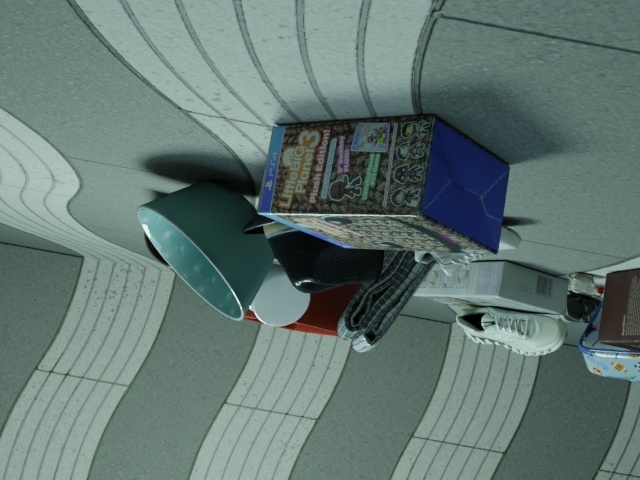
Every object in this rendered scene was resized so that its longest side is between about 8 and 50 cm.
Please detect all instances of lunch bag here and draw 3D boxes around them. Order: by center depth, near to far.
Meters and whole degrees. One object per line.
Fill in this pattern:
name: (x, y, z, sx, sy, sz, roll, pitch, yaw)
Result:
lunch bag: (0.803, 0.232, 2.220, 0.303, 0.243, 0.115, 2, 132, 47)

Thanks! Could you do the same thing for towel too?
towel: (0.151, 0.126, 2.141, 0.121, 0.283, 0.235, 36, 168, 6)

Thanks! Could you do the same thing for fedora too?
fedora: (0.022, 0.015, 1.681, 0.334, 0.152, 0.334, -10, 175, -1)

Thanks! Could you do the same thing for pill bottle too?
pill bottle: (-0.128, 0.075, 2.098, 0.160, 0.160, 0.283, 15, -161, -26)

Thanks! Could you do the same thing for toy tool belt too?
toy tool belt: (0.635, 0.102, 2.141, 0.083, 0.052, 0.051, 14, -158, -4)

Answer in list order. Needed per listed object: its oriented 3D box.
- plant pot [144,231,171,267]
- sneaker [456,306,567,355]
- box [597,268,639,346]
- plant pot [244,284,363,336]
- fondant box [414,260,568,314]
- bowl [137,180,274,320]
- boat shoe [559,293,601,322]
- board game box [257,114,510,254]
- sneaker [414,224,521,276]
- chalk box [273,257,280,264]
plant pot: (-0.343, -0.019, 2.147, 0.167, 0.166, 0.165, 13, 178, -14)
sneaker: (0.482, 0.224, 2.289, 0.292, 0.110, 0.118, 2, 160, 37)
box: (0.745, 0.159, 1.970, 0.169, 0.166, 0.203, 12, 171, -15)
plant pot: (-0.044, 0.112, 2.326, 0.267, 0.235, 0.267, 1, 168, 43)
fondant box: (0.433, 0.124, 2.318, 0.238, 0.096, 0.330, 16, 168, -33)
bowl: (-0.213, -0.002, 1.844, 0.312, 0.163, 0.311, 39, 159, 18)
boat shoe: (0.726, 0.188, 2.458, 0.073, 0.080, 0.224, -5, 168, 41)
board game box: (0.096, -0.077, 1.341, 0.291, 0.141, 0.232, 2, 167, 39)
sneaker: (0.287, 0.017, 1.771, 0.232, 0.115, 0.090, 2, 168, 41)
chalk box: (0.000, 0.000, 1.941, 0.213, 0.132, 0.132, 12, 169, -19)
